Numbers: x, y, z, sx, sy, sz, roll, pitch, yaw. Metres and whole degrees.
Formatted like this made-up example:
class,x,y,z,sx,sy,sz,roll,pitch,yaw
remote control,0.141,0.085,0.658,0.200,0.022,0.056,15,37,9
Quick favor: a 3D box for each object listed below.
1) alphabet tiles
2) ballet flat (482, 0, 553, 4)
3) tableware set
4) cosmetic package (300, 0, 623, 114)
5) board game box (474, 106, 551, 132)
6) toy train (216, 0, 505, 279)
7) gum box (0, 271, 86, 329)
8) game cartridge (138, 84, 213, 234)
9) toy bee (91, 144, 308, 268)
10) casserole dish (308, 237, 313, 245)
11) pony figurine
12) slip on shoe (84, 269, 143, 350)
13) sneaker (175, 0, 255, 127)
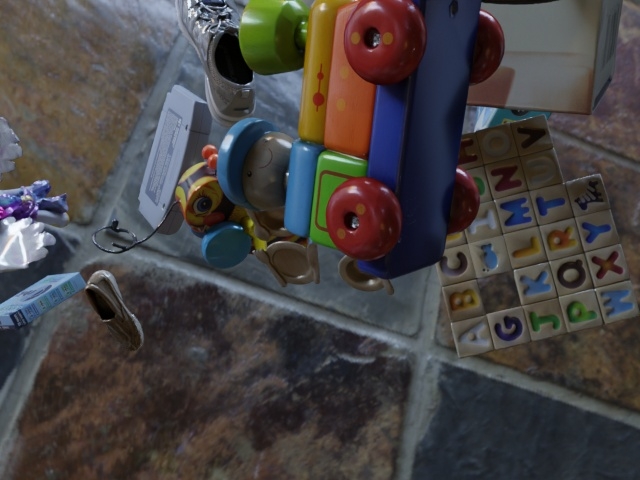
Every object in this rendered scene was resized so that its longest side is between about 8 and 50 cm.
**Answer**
class,x,y,z,sx,sy,sz,roll,pitch,yaw
alphabet tiles,0.217,-0.010,0.797,0.198,0.009,0.237,-14,84,2
ballet flat,0.202,-0.234,0.562,0.280,0.095,0.096,1,20,14
tableware set,0.000,0.000,0.755,0.168,0.141,0.020,-2,41,22
cosmetic package,0.142,-0.217,0.753,0.296,0.129,0.153,11,30,26
board game box,0.337,-0.312,1.097,0.079,0.336,0.254,21,40,-2
toy train,0.016,-0.116,0.401,0.143,0.248,0.105,17,19,35
gum box,-0.643,0.136,1.649,0.184,0.157,0.041,-39,113,-41
game cartridge,-0.315,-0.172,1.592,0.062,0.297,0.198,8,18,-37
toy bee,-0.132,-0.043,1.017,0.195,0.162,0.298,40,31,28
casserole dish,-0.067,-0.038,1.611,0.114,0.037,0.189,2,79,-13
pony figurine,-0.687,-0.062,1.513,0.350,0.363,0.303,-16,87,13
slip on shoe,-0.301,0.109,1.067,0.051,0.135,0.041,-6,27,19
sneaker,-0.152,-0.330,1.181,0.105,0.115,0.281,-16,79,-25
